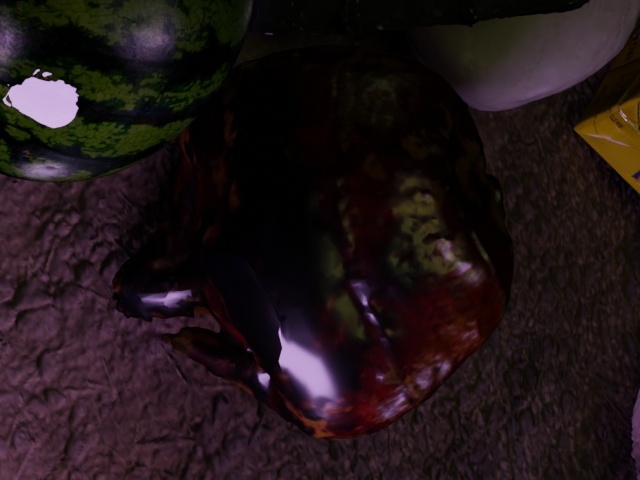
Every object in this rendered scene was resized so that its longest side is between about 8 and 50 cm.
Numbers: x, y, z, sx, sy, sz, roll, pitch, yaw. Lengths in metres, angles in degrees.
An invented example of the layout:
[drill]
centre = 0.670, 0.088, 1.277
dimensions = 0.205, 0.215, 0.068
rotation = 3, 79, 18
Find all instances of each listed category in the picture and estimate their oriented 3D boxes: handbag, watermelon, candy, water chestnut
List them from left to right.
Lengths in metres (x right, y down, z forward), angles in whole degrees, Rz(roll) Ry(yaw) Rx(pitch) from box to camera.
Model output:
[watermelon]
centre = -0.172, -0.171, 1.290
dimensions = 0.269, 0.269, 0.269
rotation = 7, 79, -42
[water chestnut]
centre = 0.000, 0.000, 1.424
dimensions = 0.244, 0.289, 0.289
rotation = -19, 98, -38
[handbag]
centre = 0.073, -0.248, 1.536
dimensions = 0.088, 0.270, 0.175
rotation = 13, 74, -76
[candy]
centre = 0.176, -0.257, 1.666
dimensions = 0.295, 0.185, 0.296
rotation = 3, 85, -45

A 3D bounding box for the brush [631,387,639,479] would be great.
[brush]
centre = 0.370, 0.236, 1.809
dimensions = 0.166, 0.174, 0.267
rotation = 25, 85, -23

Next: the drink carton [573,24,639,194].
[drink carton]
centre = 0.417, -0.053, 1.864
dimensions = 0.351, 0.111, 0.154
rotation = 43, 57, -15
